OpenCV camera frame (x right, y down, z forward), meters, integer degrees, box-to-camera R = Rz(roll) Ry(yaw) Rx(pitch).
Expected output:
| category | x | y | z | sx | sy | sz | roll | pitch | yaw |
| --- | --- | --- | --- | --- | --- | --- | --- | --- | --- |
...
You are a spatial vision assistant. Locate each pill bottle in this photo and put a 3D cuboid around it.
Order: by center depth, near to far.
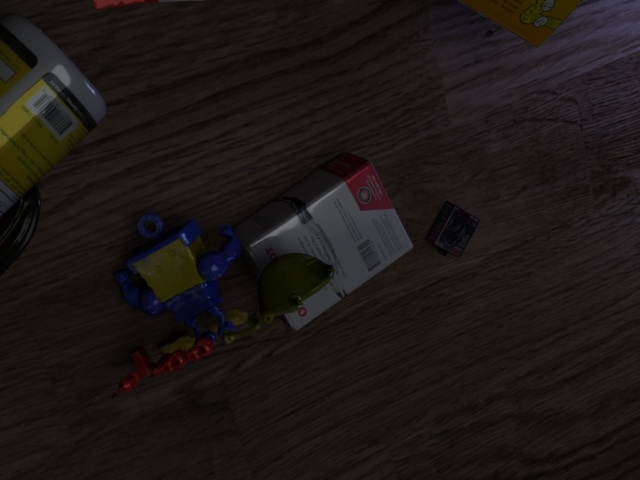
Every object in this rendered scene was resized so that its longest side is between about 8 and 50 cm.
| category | x | y | z | sx | sy | sz | roll | pitch | yaw |
| --- | --- | --- | --- | --- | --- | --- | --- | --- | --- |
| pill bottle | -0.458 | -0.124 | 1.627 | 0.334 | 0.188 | 0.188 | -45 | 119 | -8 |

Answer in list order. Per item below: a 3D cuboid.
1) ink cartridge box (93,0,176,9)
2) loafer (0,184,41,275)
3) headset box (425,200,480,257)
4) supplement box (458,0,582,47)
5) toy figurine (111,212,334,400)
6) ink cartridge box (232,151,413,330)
| category | x | y | z | sx | sy | sz | roll | pitch | yaw |
| --- | --- | --- | --- | --- | --- | --- | --- | --- | --- |
| ink cartridge box | -0.214 | -0.424 | 1.739 | 0.224 | 0.056 | 0.181 | -13 | 110 | -24 |
| loafer | -0.466 | 0.009 | 1.724 | 0.078 | 0.080 | 0.220 | 33 | 89 | -31 |
| headset box | 0.221 | -0.014 | 2.090 | 0.062 | 0.032 | 0.083 | 29 | 90 | -30 |
| supplement box | 0.349 | -0.500 | 1.828 | 0.195 | 0.194 | 0.356 | 24 | 125 | -30 |
| toy figurine | -0.190 | 0.050 | 1.789 | 0.362 | 0.191 | 0.217 | -28 | 93 | 25 |
| ink cartridge box | 0.000 | 0.000 | 1.944 | 0.237 | 0.100 | 0.172 | -35 | 116 | -14 |
